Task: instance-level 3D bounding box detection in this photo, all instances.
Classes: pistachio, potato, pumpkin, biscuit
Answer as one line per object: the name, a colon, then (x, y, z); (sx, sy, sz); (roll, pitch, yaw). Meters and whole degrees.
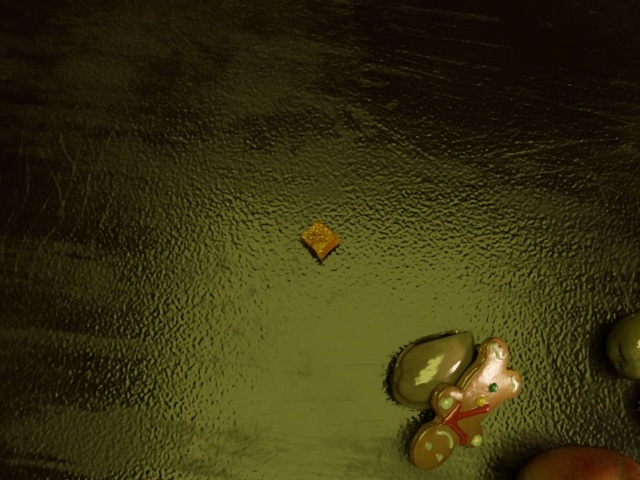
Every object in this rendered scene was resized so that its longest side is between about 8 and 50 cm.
pistachio: (0.265, 0.295, 1.630); (0.238, 0.138, 0.153); (-44, 108, -14)
potato: (0.770, 0.237, 1.640); (0.194, 0.157, 0.157); (-22, 79, -20)
pumpkin: (0.000, 0.000, 1.728); (0.074, 0.054, 0.083); (-41, 60, -12)
biscuit: (0.335, 0.395, 1.592); (0.339, 0.047, 0.216); (-41, 119, -15)

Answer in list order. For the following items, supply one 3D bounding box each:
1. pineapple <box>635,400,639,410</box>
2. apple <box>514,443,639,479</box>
pineapple: (0.818, 0.396, 1.582); (0.161, 0.137, 0.176); (48, 117, 4)
apple: (0.567, 0.614, 1.489); (0.338, 0.305, 0.338); (2, 64, -4)
